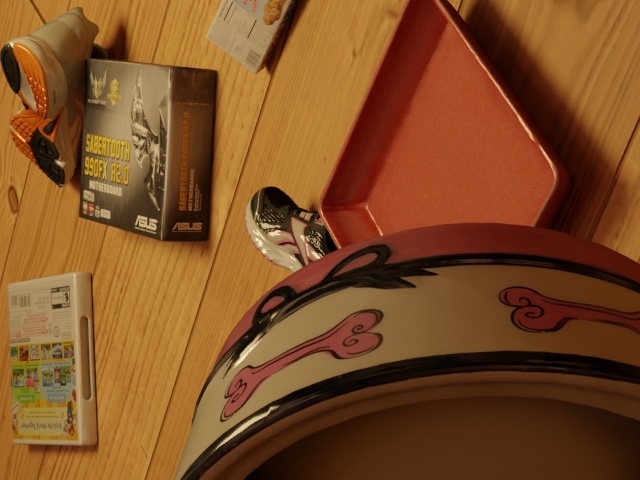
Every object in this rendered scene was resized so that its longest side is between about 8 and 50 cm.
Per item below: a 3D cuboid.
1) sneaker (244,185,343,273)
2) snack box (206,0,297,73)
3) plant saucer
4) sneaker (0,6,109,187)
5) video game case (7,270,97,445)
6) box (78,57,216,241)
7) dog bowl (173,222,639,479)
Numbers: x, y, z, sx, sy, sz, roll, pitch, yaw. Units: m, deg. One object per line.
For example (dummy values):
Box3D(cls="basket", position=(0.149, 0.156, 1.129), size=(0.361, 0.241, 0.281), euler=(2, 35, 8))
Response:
Box3D(cls="sneaker", position=(0.000, 0.000, 1.735), size=(0.178, 0.072, 0.077), euler=(49, 120, 38))
Box3D(cls="snack box", position=(-0.051, -0.242, 1.818), size=(0.064, 0.022, 0.178), euler=(38, 132, 9))
Box3D(cls="plant saucer", position=(0.104, -0.038, 1.556), size=(0.258, 0.047, 0.259), euler=(61, 139, 40))
Box3D(cls="sneaker", position=(-0.292, -0.165, 2.221), size=(0.099, 0.121, 0.262), euler=(41, 154, 18))
Box3D(cls="video game case", position=(-0.332, 0.148, 2.348), size=(0.227, 0.026, 0.206), euler=(-9, 82, 59))
Box3D(cls="box", position=(-0.191, -0.101, 2.064), size=(0.231, 0.056, 0.183), euler=(15, 104, 59))
Box3D(cls="dog bowl", position=(0.096, 0.153, 1.253), size=(0.150, 0.408, 0.408), euler=(-93, 24, -43))
